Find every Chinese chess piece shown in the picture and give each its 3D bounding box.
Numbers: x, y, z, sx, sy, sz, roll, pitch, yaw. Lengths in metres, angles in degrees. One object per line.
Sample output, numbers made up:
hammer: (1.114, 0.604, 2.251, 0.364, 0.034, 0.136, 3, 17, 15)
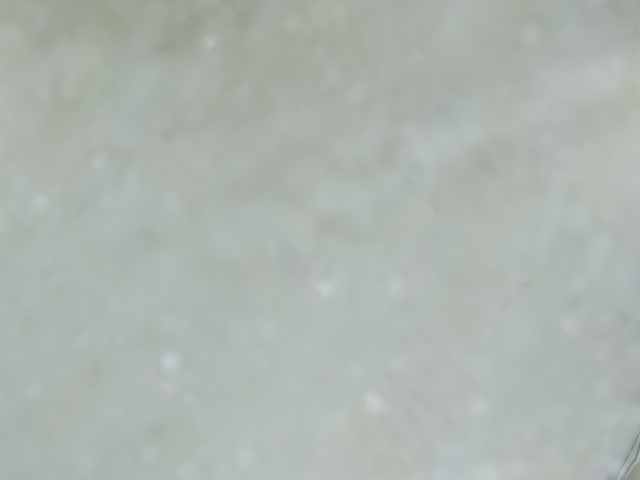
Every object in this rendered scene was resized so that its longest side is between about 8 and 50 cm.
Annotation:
Chinese chess piece: (0.000, 0.000, 0.618, 0.338, 0.140, 0.338, -6, 78, 28)
